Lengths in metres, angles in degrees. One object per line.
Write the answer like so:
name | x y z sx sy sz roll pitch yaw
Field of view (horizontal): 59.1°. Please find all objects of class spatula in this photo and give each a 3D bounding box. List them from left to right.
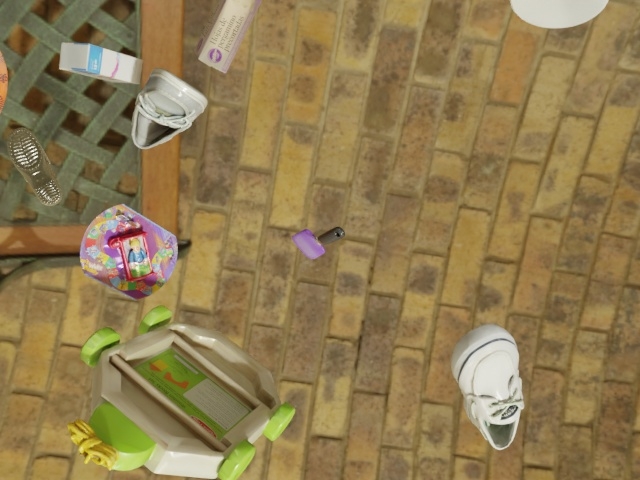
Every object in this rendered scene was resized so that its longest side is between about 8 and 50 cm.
spatula | 0.000 0.000 1.380 0.030 0.084 0.296 -41 -173 -18

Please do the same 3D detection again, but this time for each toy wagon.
toy wagon | -0.197 0.212 0.755 0.068 0.267 0.344 -61 165 19

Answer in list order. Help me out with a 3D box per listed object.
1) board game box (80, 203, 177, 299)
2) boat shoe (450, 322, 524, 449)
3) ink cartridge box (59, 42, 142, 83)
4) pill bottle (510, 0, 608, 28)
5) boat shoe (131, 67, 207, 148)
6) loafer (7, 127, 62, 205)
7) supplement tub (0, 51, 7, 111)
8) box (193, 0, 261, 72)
board game box | -0.317 0.024 0.957 0.033 0.168 0.133 7 -114 52
boat shoe | 0.216 0.184 0.686 0.076 0.083 0.226 63 0 42
ink cartridge box | -0.419 -0.339 1.084 0.122 0.088 0.052 -5 106 -57
pill bottle | 0.362 -0.465 0.817 0.162 0.162 0.279 113 -8 -76
boat shoe | -0.313 -0.250 1.116 0.320 0.118 0.103 2 -114 62
loafer | -0.511 -0.129 1.010 0.148 0.056 0.050 68 -20 -5
supplement tub | -0.525 -0.226 0.589 0.207 0.337 0.207 -58 175 -8
box | -0.141 -0.483 1.074 0.324 0.063 0.067 -58 -148 19
